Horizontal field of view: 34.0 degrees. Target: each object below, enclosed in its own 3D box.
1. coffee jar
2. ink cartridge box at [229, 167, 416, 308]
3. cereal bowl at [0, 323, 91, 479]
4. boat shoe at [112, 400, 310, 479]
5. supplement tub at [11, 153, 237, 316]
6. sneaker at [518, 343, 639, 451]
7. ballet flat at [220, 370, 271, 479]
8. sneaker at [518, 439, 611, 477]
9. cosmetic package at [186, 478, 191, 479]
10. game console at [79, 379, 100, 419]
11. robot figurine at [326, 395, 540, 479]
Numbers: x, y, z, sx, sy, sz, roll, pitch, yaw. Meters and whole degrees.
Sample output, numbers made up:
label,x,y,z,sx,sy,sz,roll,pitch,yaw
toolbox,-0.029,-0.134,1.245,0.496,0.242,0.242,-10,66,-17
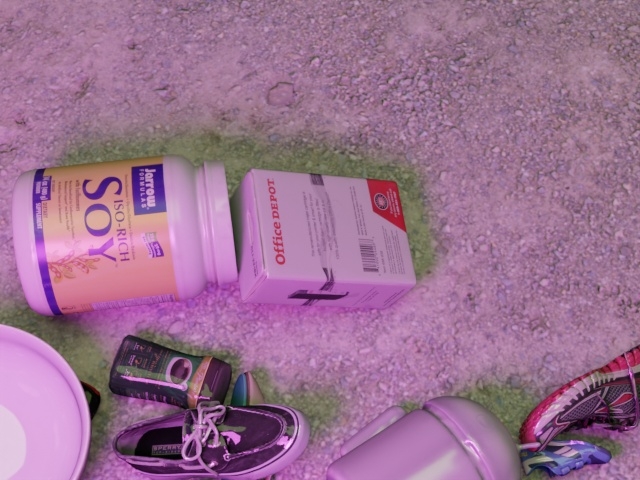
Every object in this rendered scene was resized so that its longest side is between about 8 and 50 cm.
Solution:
label,x,y,z,sx,sy,sz,roll,pitch,yaw
coffee jar,-0.238,0.219,1.675,0.184,0.079,0.096,15,61,6
ink cartridge box,0.000,0.000,1.720,0.273,0.114,0.197,5,61,-26
cereal bowl,-0.504,0.297,1.540,0.339,0.141,0.339,2,66,-5
boat shoe,-0.168,0.291,1.558,0.306,0.105,0.113,-7,61,26
supplement tub,-0.310,-0.012,1.694,0.331,0.241,0.241,-7,65,-5
sneaker,0.442,0.259,1.641,0.299,0.121,0.112,-21,72,-25
ballet flat,-0.111,0.331,1.636,0.086,0.086,0.248,8,66,2
sneaker,0.386,0.347,1.653,0.144,0.053,0.059,1,63,8
cosmetic package,-0.302,0.479,1.495,0.309,0.113,0.160,-20,32,-11
game console,-0.575,0.339,1.625,0.342,0.060,0.386,23,66,4
robot figurine,0.149,0.363,1.553,0.353,0.200,0.300,-30,45,-15
